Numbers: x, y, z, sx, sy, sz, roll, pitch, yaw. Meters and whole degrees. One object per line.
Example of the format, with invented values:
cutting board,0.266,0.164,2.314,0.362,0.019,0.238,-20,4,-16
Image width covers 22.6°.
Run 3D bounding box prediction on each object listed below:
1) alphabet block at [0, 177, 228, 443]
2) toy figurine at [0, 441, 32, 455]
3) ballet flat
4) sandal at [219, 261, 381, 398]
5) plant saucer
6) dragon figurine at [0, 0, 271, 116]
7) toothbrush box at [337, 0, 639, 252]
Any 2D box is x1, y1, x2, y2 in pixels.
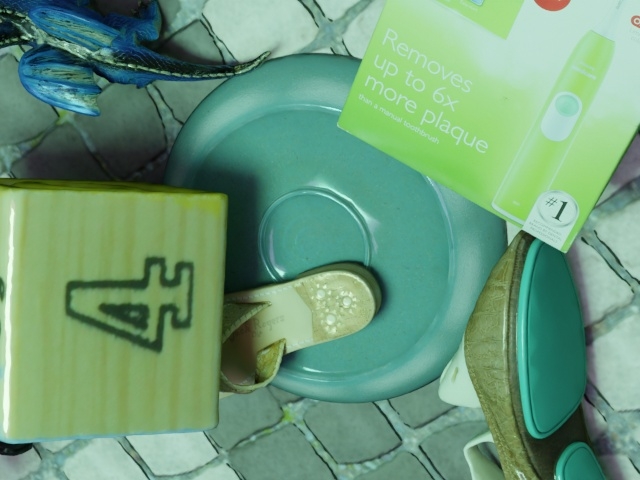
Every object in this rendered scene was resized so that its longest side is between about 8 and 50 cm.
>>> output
alphabet block,-0.202,0.050,1.320,0.192,0.193,0.197,8,97,57
toy figurine,-0.372,0.144,1.459,0.213,0.209,0.148,18,124,12
ballet flat,0.169,0.156,1.332,0.124,0.116,0.342,-4,112,40
sandal,-0.064,0.088,1.351,0.240,0.079,0.088,-24,98,26
plant saucer,0.000,0.000,1.366,0.318,0.044,0.317,6,110,18
dragon figurine,-0.198,-0.159,1.327,0.289,0.144,0.085,22,115,12
toothbrush box,0.162,-0.166,1.169,0.206,0.122,0.283,30,129,8
